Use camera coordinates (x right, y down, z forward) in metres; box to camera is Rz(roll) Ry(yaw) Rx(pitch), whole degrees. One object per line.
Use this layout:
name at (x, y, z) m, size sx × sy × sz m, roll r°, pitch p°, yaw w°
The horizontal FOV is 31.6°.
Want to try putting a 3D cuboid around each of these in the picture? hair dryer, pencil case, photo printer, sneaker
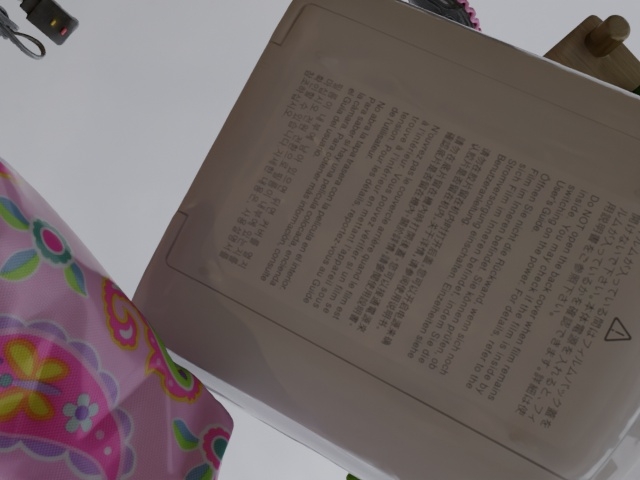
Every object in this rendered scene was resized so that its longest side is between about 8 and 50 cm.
hair dryer at (-0.407, -0.262, 1.177) m, size 0.224 × 0.294 × 0.080 m, roll 3°, pitch -116°, yaw 62°
pencil case at (-0.161, 0.034, 0.545) m, size 0.124 × 0.284 × 0.124 m, roll -35°, pitch -164°, yaw 12°
photo printer at (0.077, 0.016, 0.625) m, size 0.308 × 0.107 × 0.256 m, roll 26°, pitch -94°, yaw 20°
sneaker at (0.095, -0.138, 0.845) m, size 0.057 × 0.119 × 0.047 m, roll -45°, pitch -154°, yaw -17°

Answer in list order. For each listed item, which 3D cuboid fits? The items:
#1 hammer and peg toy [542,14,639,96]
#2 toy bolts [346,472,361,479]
hammer and peg toy at (0.374, -0.077, 1.382) m, size 0.266 × 0.361 × 0.127 m, roll -40°, pitch 178°, yaw -25°
toy bolts at (0.094, 0.251, 1.727) m, size 0.228 × 0.218 × 0.158 m, roll -45°, pitch 178°, yaw 2°
